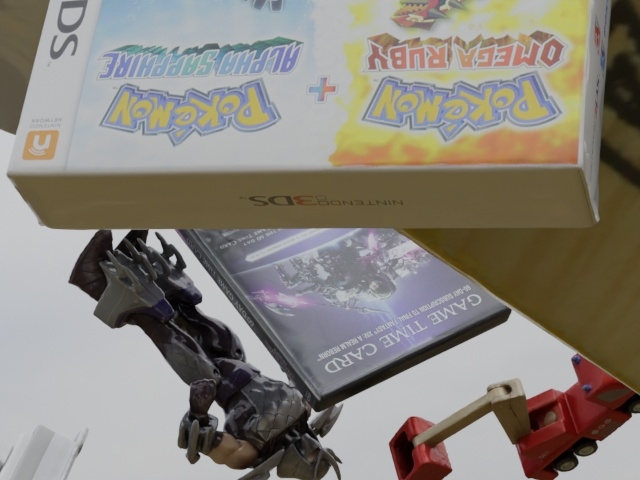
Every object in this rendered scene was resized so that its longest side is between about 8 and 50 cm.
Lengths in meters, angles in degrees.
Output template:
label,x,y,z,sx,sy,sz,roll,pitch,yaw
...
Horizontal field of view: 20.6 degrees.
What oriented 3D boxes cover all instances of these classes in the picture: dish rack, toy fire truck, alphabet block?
label,x,y,z,sx,sy,sz,roll,pitch,yaw
dish rack,-0.307,0.297,1.475,0.072,0.285,0.333,31,11,-7
toy fire truck,0.161,0.140,1.400,0.135,0.047,0.192,18,-49,-35
alphabet block,0.104,-0.074,0.796,0.193,0.197,0.192,33,2,-19

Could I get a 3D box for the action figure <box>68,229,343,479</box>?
label,x,y,z,sx,sy,sz,roll,pitch,yaw
action figure,-0.087,0.105,1.492,0.099,0.285,0.185,-53,-12,32

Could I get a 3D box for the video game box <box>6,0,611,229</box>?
label,x,y,z,sx,sy,sz,roll,pitch,yaw
video game box,0.003,-0.093,0.640,0.205,0.187,0.048,-1,-26,16

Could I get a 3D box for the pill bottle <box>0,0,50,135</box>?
label,x,y,z,sx,sy,sz,roll,pitch,yaw
pill bottle,-0.203,-0.274,1.465,0.229,0.407,0.229,0,-47,0

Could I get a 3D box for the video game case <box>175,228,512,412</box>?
label,x,y,z,sx,sy,sz,roll,pitch,yaw
video game case,0.000,0.000,1.451,0.196,0.274,0.026,-23,-31,-28
